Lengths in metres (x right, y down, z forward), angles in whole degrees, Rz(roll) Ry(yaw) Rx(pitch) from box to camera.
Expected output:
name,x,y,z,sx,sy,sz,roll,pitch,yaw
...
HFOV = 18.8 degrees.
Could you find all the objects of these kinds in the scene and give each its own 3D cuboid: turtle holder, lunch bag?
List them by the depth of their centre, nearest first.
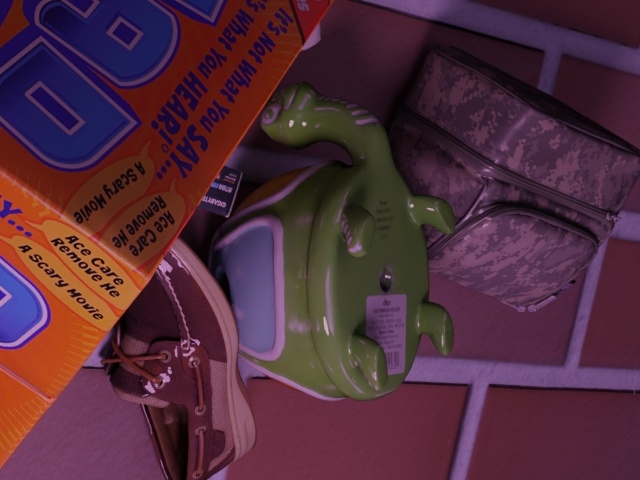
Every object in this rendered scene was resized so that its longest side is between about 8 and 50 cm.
name,x,y,z,sx,sy,sz,roll,pitch,yaw
turtle holder,-0.007,0.015,2.076,0.243,0.227,0.320,-48,130,-47
lunch bag,0.215,-0.059,2.339,0.305,0.212,0.256,18,106,-48

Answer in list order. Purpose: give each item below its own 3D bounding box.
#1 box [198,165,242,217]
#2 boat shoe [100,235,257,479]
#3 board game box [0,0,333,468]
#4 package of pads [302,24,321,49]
name,x,y,z,sx,sy,sz,roll,pitch,yaw
box,-0.211,-0.086,1.874,0.220,0.175,0.051,18,90,-50
boat shoe,-0.164,0.129,2.043,0.123,0.123,0.342,-40,136,-31
board game box,-0.268,-0.098,1.482,0.356,0.356,0.356,35,47,-6
package of pads,-0.130,-0.270,1.958,0.296,0.101,0.229,-25,120,-40
